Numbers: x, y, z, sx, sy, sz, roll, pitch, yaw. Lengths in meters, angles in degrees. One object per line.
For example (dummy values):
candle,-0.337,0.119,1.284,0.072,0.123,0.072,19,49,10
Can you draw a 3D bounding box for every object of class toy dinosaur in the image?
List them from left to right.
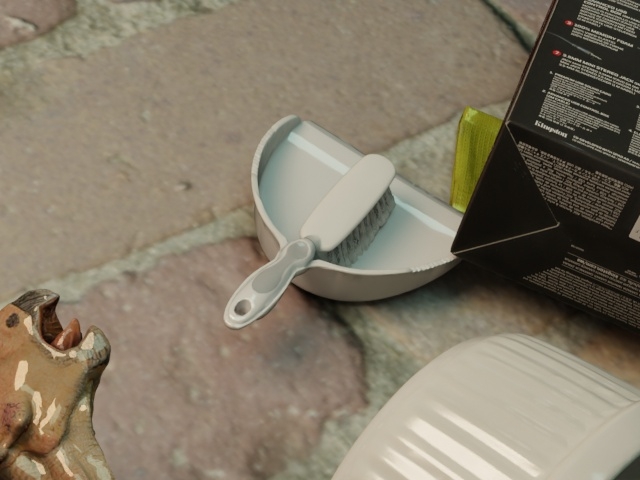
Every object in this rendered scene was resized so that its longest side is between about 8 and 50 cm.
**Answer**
toy dinosaur,-0.153,0.184,0.770,0.200,0.127,0.295,27,56,18

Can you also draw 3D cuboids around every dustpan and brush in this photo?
dustpan and brush,0.000,0.000,1.040,0.147,0.060,0.211,32,50,12

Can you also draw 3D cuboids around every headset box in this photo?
headset box,0.229,-0.070,1.119,0.218,0.110,0.293,23,40,3

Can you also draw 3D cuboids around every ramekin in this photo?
ramekin,0.081,0.141,0.836,0.109,0.207,0.207,34,45,27

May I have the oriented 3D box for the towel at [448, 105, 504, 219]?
towel,0.202,-0.023,1.164,0.237,0.021,0.102,15,43,-5
